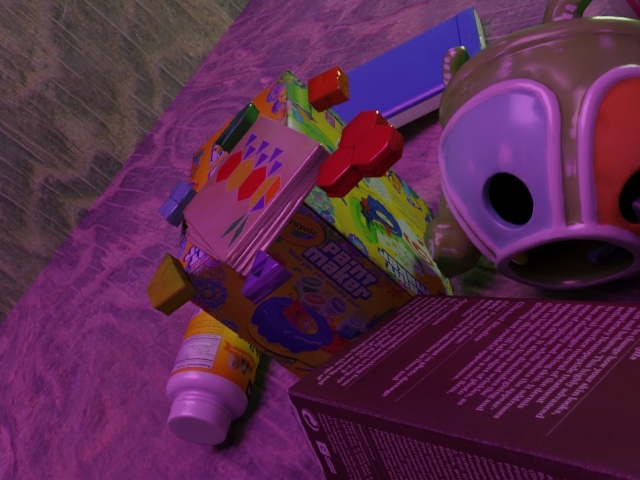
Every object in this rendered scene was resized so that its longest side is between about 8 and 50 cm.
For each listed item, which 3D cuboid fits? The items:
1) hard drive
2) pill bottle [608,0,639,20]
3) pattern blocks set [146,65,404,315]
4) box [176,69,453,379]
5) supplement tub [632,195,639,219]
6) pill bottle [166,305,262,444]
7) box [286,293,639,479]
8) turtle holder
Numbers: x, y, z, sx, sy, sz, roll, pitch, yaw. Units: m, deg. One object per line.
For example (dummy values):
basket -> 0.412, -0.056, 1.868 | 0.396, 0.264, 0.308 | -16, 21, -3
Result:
hard drive -> 0.124, -0.258, 1.267 | 0.319, 0.040, 0.210 | -24, 36, 23
pill bottle -> 0.454, -0.385, 0.869 | 0.283, 0.160, 0.160 | -31, 33, 32
pattern blocks set -> -0.064, -0.047, 0.724 | 0.285, 0.026, 0.325 | -47, 29, 6
box -> 0.000, 0.000, 0.914 | 0.177, 0.290, 0.279 | -37, 30, 22
supplement tub -> 0.340, -0.068, 0.578 | 0.198, 0.106, 0.106 | -42, 28, 10
pill bottle -> -0.150, 0.180, 1.097 | 0.117, 0.117, 0.215 | -27, 35, 37
box -> 0.167, 0.145, 0.589 | 0.191, 0.143, 0.381 | -31, 15, -31
turtle holder -> 0.212, -0.074, 0.755 | 0.320, 0.243, 0.227 | -10, 62, 33
